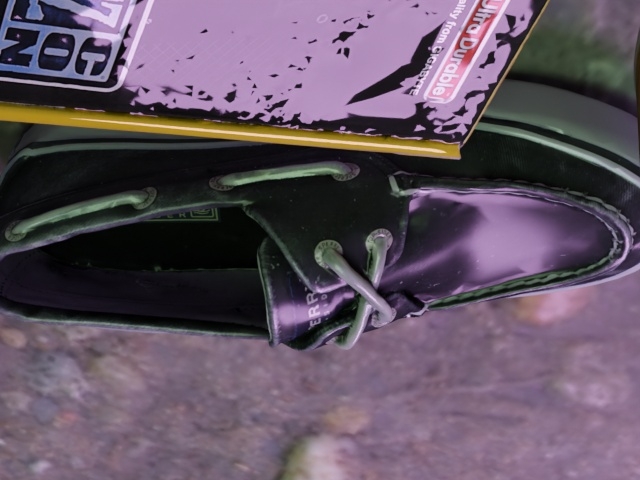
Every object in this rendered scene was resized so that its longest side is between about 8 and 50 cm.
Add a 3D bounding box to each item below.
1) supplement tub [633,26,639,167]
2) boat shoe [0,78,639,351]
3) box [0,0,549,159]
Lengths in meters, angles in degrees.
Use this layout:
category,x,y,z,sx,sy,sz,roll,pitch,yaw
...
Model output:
category,x,y,z,sx,sy,sz,roll,pitch,yaw
supplement tub,0.177,-0.032,0.439,0.144,0.200,0.144,6,132,6
boat shoe,0.000,0.000,0.566,0.301,0.102,0.108,3,131,8
box,-0.013,-0.169,0.376,0.257,0.079,0.322,5,136,-25
